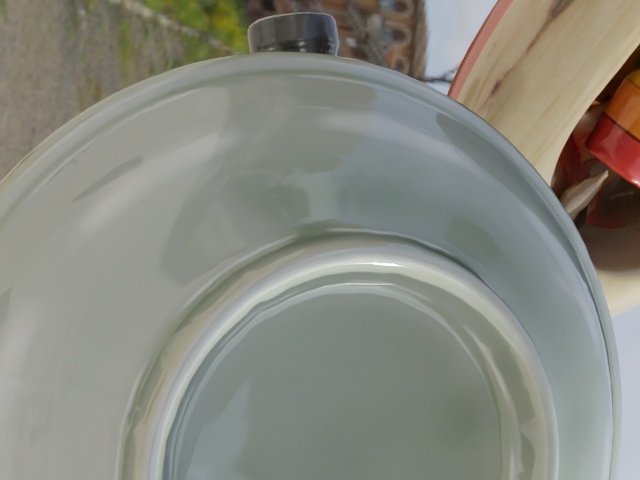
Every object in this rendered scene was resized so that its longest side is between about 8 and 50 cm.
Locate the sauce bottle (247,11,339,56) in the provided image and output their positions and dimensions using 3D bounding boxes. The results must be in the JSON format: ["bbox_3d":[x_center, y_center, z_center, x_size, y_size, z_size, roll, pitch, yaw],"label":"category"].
[{"bbox_3d":[0.000,0.000,0.873,0.111,0.111,0.344,165,-81,-80],"label":"sauce bottle"}]

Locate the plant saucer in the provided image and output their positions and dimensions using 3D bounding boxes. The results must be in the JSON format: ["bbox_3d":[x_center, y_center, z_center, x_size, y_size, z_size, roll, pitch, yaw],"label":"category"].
[{"bbox_3d":[0.003,0.104,0.556,0.100,0.400,0.401,-174,-86,-67],"label":"plant saucer"}]

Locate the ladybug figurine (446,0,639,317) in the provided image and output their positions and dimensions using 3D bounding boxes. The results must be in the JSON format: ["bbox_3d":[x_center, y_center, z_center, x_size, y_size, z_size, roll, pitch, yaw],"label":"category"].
[{"bbox_3d":[0.247,-0.134,0.864,0.449,0.305,0.162,-50,-143,12],"label":"ladybug figurine"}]
